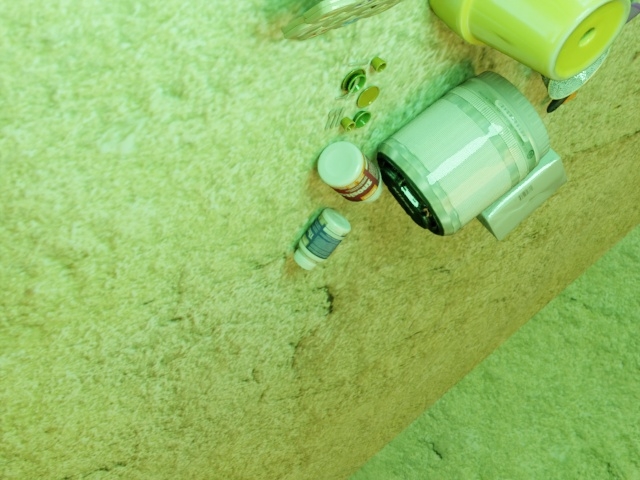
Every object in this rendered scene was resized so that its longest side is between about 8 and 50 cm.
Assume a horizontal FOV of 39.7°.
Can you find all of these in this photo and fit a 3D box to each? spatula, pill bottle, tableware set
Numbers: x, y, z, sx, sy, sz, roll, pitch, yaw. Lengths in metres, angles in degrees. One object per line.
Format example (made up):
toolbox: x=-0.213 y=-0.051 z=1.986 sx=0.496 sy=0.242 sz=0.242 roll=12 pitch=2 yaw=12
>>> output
spatula: x=0.590 y=-0.397 z=1.936 sx=0.084 sy=0.030 sz=0.296 roll=0 pitch=130 yaw=-52
pill bottle: x=0.000 y=0.000 z=1.754 sx=0.120 sy=0.067 sz=0.067 roll=-51 pitch=152 yaw=21
pill bottle: x=0.060 y=-0.119 z=1.621 sx=0.086 sy=0.086 sz=0.152 roll=-44 pitch=154 yaw=8
tableware set: x=0.070 y=-0.244 z=1.505 sx=0.104 sy=0.024 sz=0.154 roll=-20 pitch=147 yaw=-36

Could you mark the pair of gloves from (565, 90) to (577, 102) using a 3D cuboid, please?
pair of gloves: x=0.563 y=-0.342 z=2.020 sx=0.074 sy=0.010 sz=0.083 roll=-26 pitch=149 yaw=-23

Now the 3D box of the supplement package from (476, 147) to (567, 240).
supplement package: x=0.366 y=-0.149 z=1.846 sx=0.194 sy=0.203 sz=0.149 roll=-42 pitch=154 yaw=3

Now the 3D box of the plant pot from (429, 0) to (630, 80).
plant pot: x=0.342 y=-0.385 z=1.395 sx=0.254 sy=0.239 sz=0.254 roll=-32 pitch=154 yaw=-17

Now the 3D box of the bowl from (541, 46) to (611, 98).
bowl: x=0.501 y=-0.377 z=1.800 sx=0.170 sy=0.080 sz=0.170 roll=-31 pitch=153 yaw=-18

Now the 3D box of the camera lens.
camera lens: x=0.262 y=-0.159 z=1.670 sx=0.274 sy=0.219 sz=0.219 roll=-38 pitch=154 yaw=-4

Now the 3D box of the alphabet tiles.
alphabet tiles: x=0.089 y=-0.340 z=1.213 sx=0.284 sy=0.021 sz=0.278 roll=-26 pitch=-173 yaw=-25
